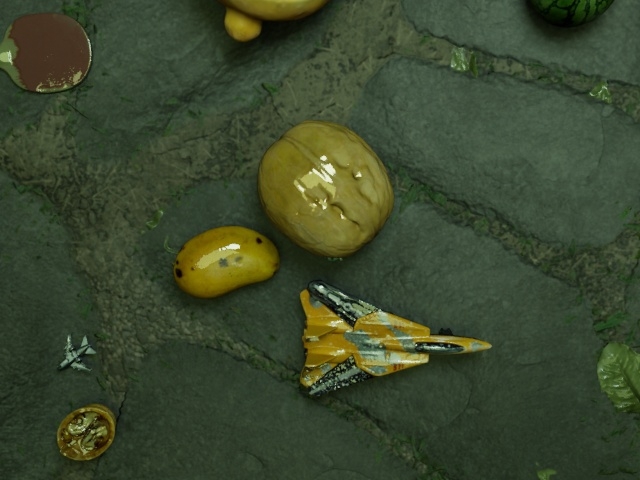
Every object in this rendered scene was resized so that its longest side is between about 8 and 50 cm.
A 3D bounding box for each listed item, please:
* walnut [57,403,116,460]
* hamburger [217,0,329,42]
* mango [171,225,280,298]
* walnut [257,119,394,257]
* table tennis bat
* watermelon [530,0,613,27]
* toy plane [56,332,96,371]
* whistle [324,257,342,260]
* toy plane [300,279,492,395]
[{"bbox_3d":[-0.415,0.339,1.218,0.121,0.052,0.091,-38,96,10],"label":"walnut"},{"bbox_3d":[-0.069,-0.439,0.986,0.276,0.276,0.237,12,142,1],"label":"hamburger"},{"bbox_3d":[-0.161,0.033,1.138,0.178,0.090,0.115,-19,107,3],"label":"mango"},{"bbox_3d":[0.008,-0.078,1.064,0.221,0.195,0.195,44,99,-11],"label":"walnut"},{"bbox_3d":[-0.500,-0.311,1.139,0.234,0.022,0.131,-5,99,3],"label":"table tennis bat"},{"bbox_3d":[0.375,-0.385,0.991,0.140,0.187,0.141,3,108,8],"label":"watermelon"},{"bbox_3d":[-0.442,0.209,1.211,0.083,0.031,0.078,-36,80,6],"label":"toy plane"},{"bbox_3d":[0.000,0.000,1.150,0.100,0.035,0.035,43,99,-2],"label":"whistle"},{"bbox_3d":[0.124,0.167,1.142,0.316,0.103,0.204,0,101,-4],"label":"toy plane"}]
